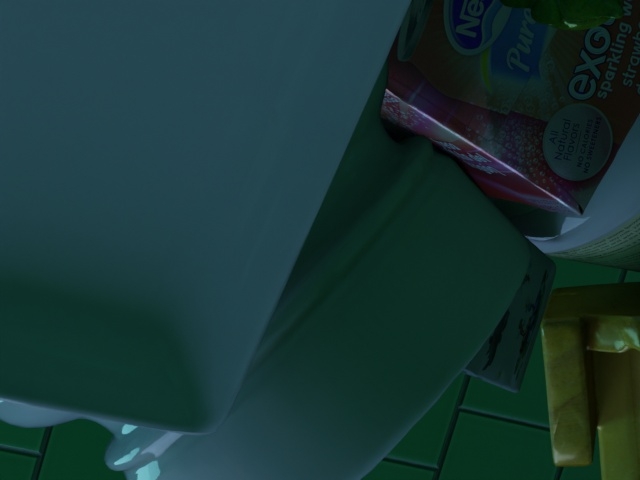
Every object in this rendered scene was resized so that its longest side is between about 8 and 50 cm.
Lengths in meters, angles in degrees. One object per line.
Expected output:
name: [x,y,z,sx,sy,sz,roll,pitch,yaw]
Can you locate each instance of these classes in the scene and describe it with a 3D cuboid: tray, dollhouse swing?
tray: [-0.049,-0.071,0.475,0.145,0.270,0.030,14,-155,-22]
dollhouse swing: [0.352,0.179,1.282,0.347,0.304,0.315,-3,-176,10]

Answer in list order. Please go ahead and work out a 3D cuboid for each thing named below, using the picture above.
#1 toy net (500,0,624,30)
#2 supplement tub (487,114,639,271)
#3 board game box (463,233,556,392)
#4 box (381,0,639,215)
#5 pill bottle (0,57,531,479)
toy net: [0.185,-0.108,0.597,0.232,0.045,0.122,8,-141,18]
supplement tub: [0.205,-0.099,1.221,0.235,0.235,0.325,23,-171,42]
board game box: [0.000,0.000,1.020,0.224,0.097,0.303,18,178,19]
box: [0.062,-0.125,0.932,0.142,0.154,0.300,31,178,-18]
pill bottle: [-0.107,-0.064,0.633,0.361,0.204,0.204,45,-175,-5]
